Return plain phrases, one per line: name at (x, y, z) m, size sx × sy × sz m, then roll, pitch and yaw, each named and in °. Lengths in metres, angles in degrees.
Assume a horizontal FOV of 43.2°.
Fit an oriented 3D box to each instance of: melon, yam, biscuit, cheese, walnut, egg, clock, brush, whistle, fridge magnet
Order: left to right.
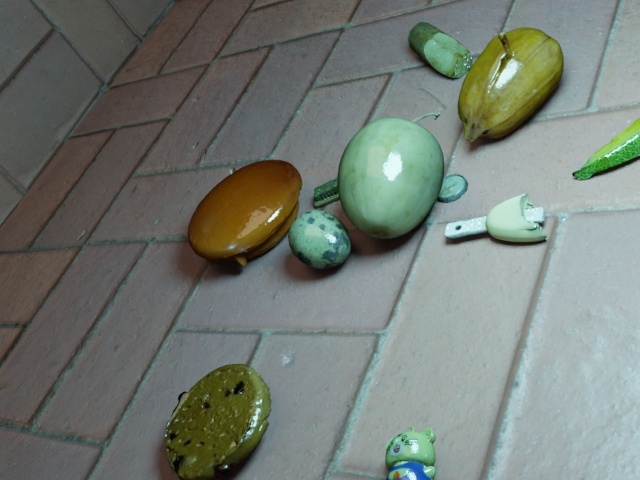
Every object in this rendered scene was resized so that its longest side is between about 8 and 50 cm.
biscuit at (-0.222, 0.400, 1.770) m, size 0.296 × 0.075 × 0.296 m, roll -27°, pitch 36°, yaw 22°
fridge magnet at (-0.205, -0.082, 2.225) m, size 0.364 × 0.155 × 0.363 m, roll -23°, pitch 37°, yaw 19°
egg at (0.000, 0.000, 1.973) m, size 0.141 × 0.141 × 0.182 m, roll -45°, pitch 42°, yaw -11°
brush at (0.104, -0.165, 2.156) m, size 0.282 × 0.048 × 0.054 m, roll -21°, pitch 41°, yaw 19°
melon at (0.165, -0.153, 1.912) m, size 0.272 × 0.272 × 0.308 m, roll -19°, pitch 32°, yaw 24°
whistle at (0.154, 0.426, 1.415) m, size 0.105 × 0.085 × 0.227 m, roll -26°, pitch 36°, yaw 31°
yam at (0.342, -0.555, 2.346) m, size 0.106 × 0.106 × 0.259 m, roll -36°, pitch 34°, yaw 2°
clock at (0.316, -0.127, 1.955) m, size 0.085 × 0.017 × 0.085 m, roll -23°, pitch 38°, yaw 19°
cheese at (0.381, -0.036, 1.770) m, size 0.235 × 0.050 × 0.127 m, roll -13°, pitch 44°, yaw 32°
walnut at (0.451, -0.376, 1.972) m, size 0.336 × 0.209 × 0.209 m, roll -53°, pitch 38°, yaw -9°
melon at (0.657, -0.216, 1.742) m, size 0.262 × 0.053 × 0.114 m, roll -33°, pitch 28°, yaw 5°
